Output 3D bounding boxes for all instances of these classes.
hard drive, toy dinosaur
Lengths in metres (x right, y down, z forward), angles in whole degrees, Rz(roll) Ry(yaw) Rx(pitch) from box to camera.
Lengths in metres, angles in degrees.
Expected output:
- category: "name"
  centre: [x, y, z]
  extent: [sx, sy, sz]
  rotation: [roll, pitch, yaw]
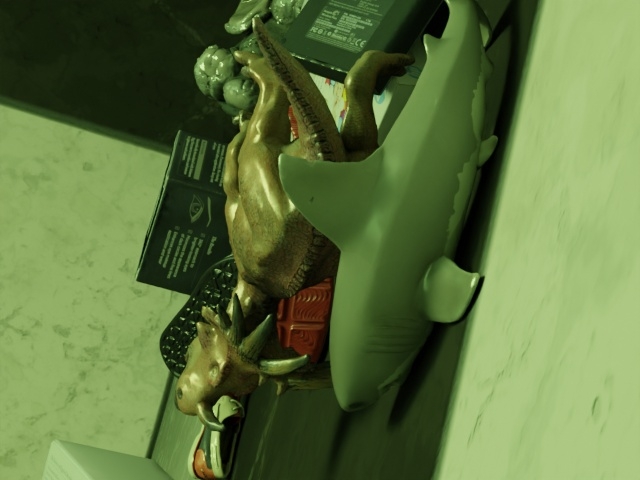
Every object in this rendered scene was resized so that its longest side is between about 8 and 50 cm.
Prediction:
- category: "hard drive"
  centre: [0.039, -0.171, 1.170]
  extent: [0.135, 0.094, 0.022]
  rotation: [-57, -40, -12]
- category: "toy dinosaur"
  centre: [-0.016, -0.004, 1.068]
  extent: [0.295, 0.127, 0.200]
  rotation: [101, -179, -59]

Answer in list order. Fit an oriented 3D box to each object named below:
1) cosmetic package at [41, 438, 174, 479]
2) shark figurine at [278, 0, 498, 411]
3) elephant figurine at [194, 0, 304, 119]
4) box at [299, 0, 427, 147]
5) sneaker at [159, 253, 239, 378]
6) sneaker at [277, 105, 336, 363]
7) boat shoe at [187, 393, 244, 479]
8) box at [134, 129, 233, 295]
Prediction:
- category: "cosmetic package"
  centre: [-0.241, 0.367, 1.867]
  extent: [0.224, 0.138, 0.224]
  rotation: [25, 99, 65]
- category: "shark figurine"
  centre: [0.036, -0.050, 0.926]
  extent: [0.166, 0.116, 0.278]
  rotation: [142, 142, -77]
- category: "elephant figurine"
  centre: [-0.028, -0.246, 1.947]
  extent: [0.169, 0.186, 0.239]
  rotation: [32, -96, -52]
- category: "box"
  centre: [0.027, -0.127, 1.249]
  extent: [0.145, 0.038, 0.186]
  rotation: [113, 149, -44]
- category: "sneaker"
  centre: [-0.088, 0.071, 1.791]
  extent: [0.235, 0.097, 0.084]
  rotation: [-38, 75, 46]
- category: "sneaker"
  centre: [0.000, 0.000, 1.378]
  extent: [0.128, 0.087, 0.221]
  rotation: [-10, -74, -63]
- category: "boat shoe"
  centre: [-0.104, 0.196, 1.810]
  extent: [0.043, 0.049, 0.137]
  rotation: [-8, 53, 36]
- category: "box"
  centre: [-0.105, -0.017, 1.832]
  extent: [0.093, 0.158, 0.156]
  rotation: [-82, 11, -50]
